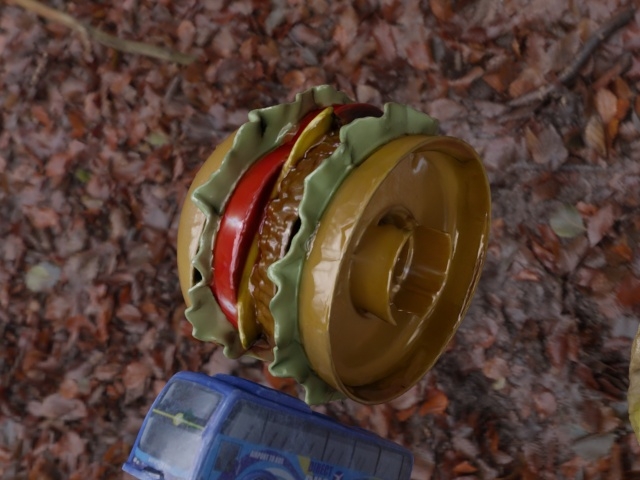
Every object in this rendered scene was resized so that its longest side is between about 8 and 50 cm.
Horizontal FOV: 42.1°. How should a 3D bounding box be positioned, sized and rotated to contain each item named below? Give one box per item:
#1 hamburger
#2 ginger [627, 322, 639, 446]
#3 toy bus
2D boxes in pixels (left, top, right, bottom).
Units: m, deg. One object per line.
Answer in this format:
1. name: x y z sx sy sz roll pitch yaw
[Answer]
1. hamburger: 0.000 0.000 0.737 0.212 0.274 0.274 19 87 35
2. ginger: 0.337 0.093 0.549 0.270 0.123 0.219 -7 65 -9
3. toy bus: -0.027 0.161 0.602 0.079 0.236 0.094 0 68 40
